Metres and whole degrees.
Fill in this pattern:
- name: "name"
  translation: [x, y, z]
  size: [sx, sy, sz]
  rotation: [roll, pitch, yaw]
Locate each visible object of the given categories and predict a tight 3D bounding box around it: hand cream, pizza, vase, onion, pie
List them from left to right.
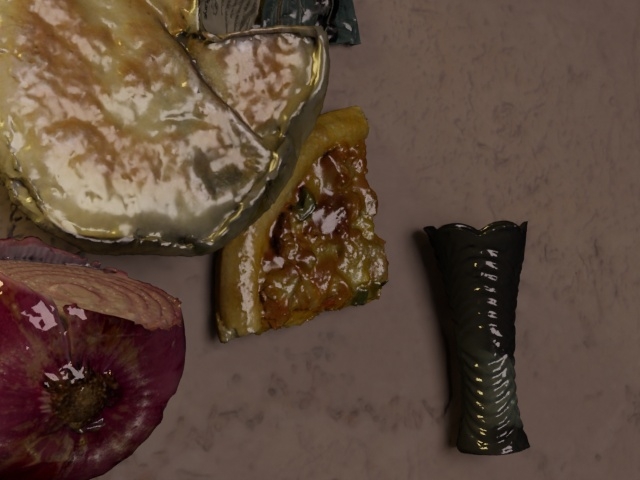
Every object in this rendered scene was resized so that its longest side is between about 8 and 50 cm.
- name: "onion"
  translation: [-0.215, 0.100, 0.958]
  size: [0.207, 0.200, 0.201]
  rotation: [14, 74, -65]
- name: "pie"
  translation: [-0.154, -0.142, 1.054]
  size: [0.337, 0.075, 0.338]
  rotation: [3, 81, -19]
- name: "hand cream"
  translation: [-0.058, -0.222, 1.208]
  size: [0.247, 0.052, 0.075]
  rotation: [-12, 115, -45]
- name: "pizza"
  translation: [0.000, 0.000, 1.213]
  size: [0.197, 0.058, 0.292]
  rotation: [48, 58, -26]
- name: "vase"
  translation: [0.171, 0.100, 1.316]
  size: [0.115, 0.115, 0.238]
  rotation: [-6, 94, -39]
